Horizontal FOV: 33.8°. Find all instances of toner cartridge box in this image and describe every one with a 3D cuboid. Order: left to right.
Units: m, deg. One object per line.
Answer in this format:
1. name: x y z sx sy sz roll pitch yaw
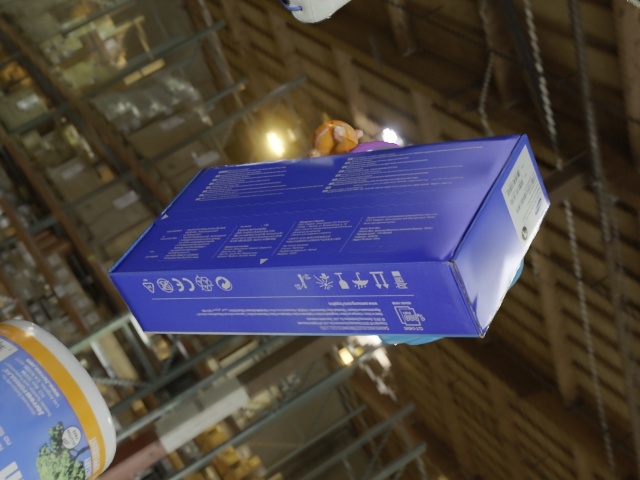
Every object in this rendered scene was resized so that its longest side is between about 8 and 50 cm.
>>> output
1. toner cartridge box: 0.000 0.000 0.887 0.347 0.165 0.075 -3 -54 37

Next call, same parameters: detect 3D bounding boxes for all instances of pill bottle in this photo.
1. pill bottle: -0.300 0.188 0.787 0.152 0.272 0.152 25 -46 30

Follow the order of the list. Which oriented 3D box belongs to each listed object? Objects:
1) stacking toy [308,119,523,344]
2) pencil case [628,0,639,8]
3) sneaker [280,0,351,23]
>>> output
1. stacking toy: 0.065 -0.045 1.117 0.302 0.175 0.166 51 -17 47
2. pencil case: 0.381 -0.372 0.886 0.183 0.410 0.160 30 -15 14
3. sneaker: -0.030 -0.320 1.139 0.182 0.315 0.127 -55 -134 44
